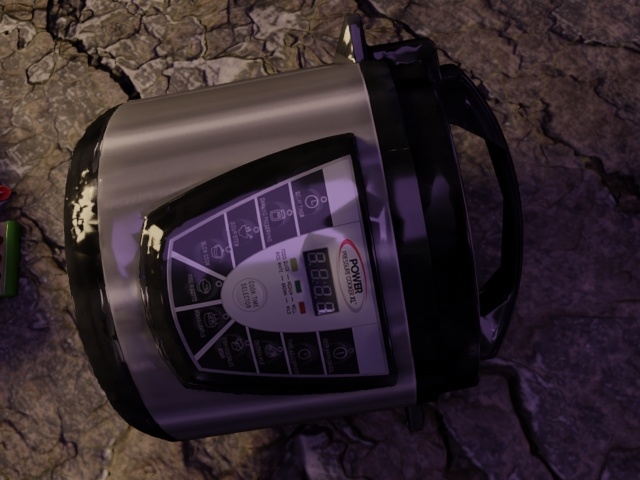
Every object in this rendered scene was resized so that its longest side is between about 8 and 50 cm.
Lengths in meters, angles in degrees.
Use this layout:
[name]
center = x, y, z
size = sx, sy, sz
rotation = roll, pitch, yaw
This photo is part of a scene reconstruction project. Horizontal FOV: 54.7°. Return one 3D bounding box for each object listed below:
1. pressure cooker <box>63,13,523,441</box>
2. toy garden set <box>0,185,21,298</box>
[pressure cooker]
center = 0.000, -0.003, 0.654
size = 0.420, 0.370, 0.376
rotation = -9, 57, 3
[toy garden set]
center = -0.555, -0.011, 0.880
size = 0.244, 0.049, 0.204
rotation = -7, 74, 4
